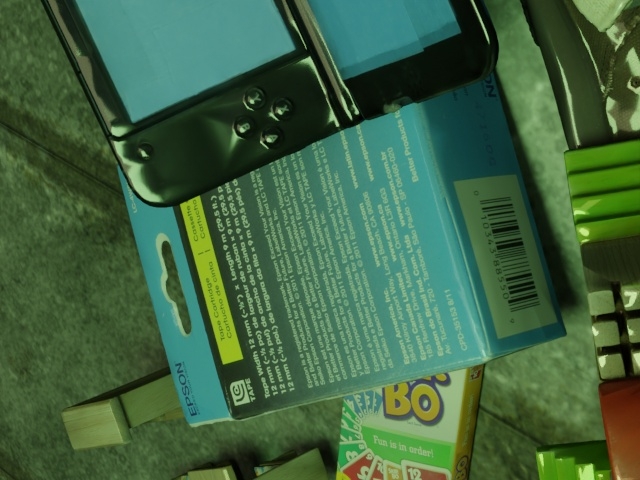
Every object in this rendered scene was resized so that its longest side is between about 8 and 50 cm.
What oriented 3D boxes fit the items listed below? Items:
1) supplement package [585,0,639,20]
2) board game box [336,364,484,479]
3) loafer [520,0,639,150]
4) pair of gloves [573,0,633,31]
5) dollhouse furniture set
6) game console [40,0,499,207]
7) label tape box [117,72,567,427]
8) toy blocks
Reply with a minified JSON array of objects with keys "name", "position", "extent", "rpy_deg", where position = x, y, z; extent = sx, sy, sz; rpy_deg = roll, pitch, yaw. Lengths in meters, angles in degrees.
[{"name":"supplement package","position":[0.197,-0.250,0.601],"extent":[0.145,0.262,0.204],"rpy_deg":[-36,82,43]},{"name":"board game box","position":[0.077,0.136,1.035],"extent":[0.124,0.039,0.260],"rpy_deg":[23,119,34]},{"name":"loafer","position":[0.198,-0.151,0.761],"extent":[0.130,0.134,0.366],"rpy_deg":[-16,103,13]},{"name":"pair of gloves","position":[0.100,-0.231,0.482],"extent":[0.204,0.042,0.240],"rpy_deg":[42,128,23]},{"name":"dollhouse furniture set","position":[-0.119,0.244,1.147],"extent":[0.212,0.161,0.242],"rpy_deg":[-19,90,52]},{"name":"game console","position":[-0.066,-0.188,0.742],"extent":[0.250,0.173,0.293],"rpy_deg":[-24,97,2]},{"name":"label tape box","position":[0.000,0.000,0.961],"extent":[0.347,0.115,0.249],"rpy_deg":[-21,83,45]},{"name":"toy blocks","position":[0.210,0.152,0.633],"extent":[0.190,0.261,0.382],"rpy_deg":[-9,102,12]}]
